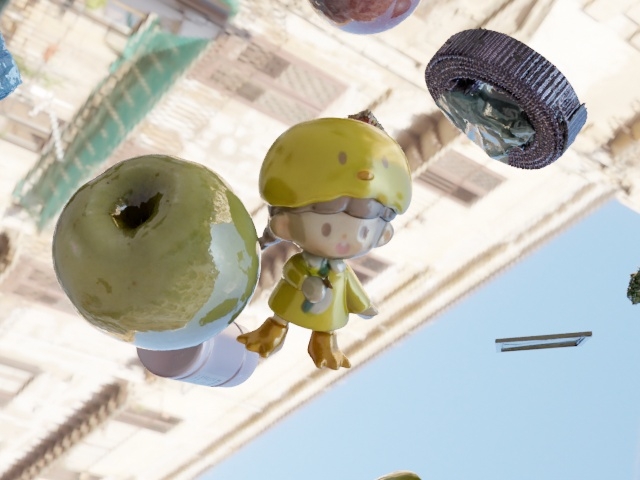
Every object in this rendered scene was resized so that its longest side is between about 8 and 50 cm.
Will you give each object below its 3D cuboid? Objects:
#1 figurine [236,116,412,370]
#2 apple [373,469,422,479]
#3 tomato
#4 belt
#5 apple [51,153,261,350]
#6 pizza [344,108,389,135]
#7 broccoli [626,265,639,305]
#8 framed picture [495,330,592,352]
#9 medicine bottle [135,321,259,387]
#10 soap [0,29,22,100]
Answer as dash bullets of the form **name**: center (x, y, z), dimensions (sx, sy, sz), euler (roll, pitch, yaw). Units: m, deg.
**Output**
- **figurine**: center (0.000, 0.000, 1.379), dimensions (0.187, 0.215, 0.343), euler (34, -69, 57)
- **apple**: center (0.147, 0.484, 1.594), dimensions (0.246, 0.246, 0.226), euler (-117, -165, -51)
- **tomato**: center (0.077, -0.527, 1.956), dimensions (0.227, 0.270, 0.270), euler (-41, -156, -24)
- **belt**: center (0.354, -0.275, 1.960), dimensions (0.122, 0.325, 0.260), euler (-49, 166, -24)
- **apple**: center (-0.209, 0.016, 1.300), dimensions (0.262, 0.262, 0.262), euler (-33, -135, 41)
- **pizza**: center (0.075, -0.209, 1.872), dimensions (0.099, 0.100, 0.029), euler (13, -119, 40)
- **broccoli**: center (0.554, 0.063, 1.484), dimensions (0.195, 0.195, 0.156), euler (-17, -125, 51)
- **framed picture**: center (0.332, 0.154, 1.510), dimensions (0.136, 0.201, 0.010), euler (-5, -101, 9)
- **medicine bottle**: center (-0.208, 0.186, 1.747), dimensions (0.133, 0.250, 0.133), euler (-4, -103, 19)
- **soap**: center (-0.583, -0.268, 1.578), dimensions (0.293, 0.156, 0.077), euler (-11, -163, 48)
